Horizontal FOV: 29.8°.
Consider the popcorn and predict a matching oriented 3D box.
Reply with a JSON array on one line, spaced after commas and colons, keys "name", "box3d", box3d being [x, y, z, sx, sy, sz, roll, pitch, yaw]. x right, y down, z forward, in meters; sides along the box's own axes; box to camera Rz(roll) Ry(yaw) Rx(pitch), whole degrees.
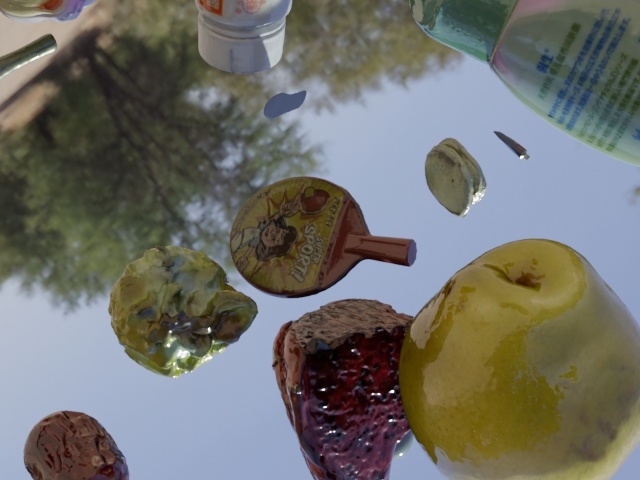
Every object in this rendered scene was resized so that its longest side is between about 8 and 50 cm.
[{"name": "popcorn", "box3d": [-0.190, 0.097, 1.692, 0.212, 0.198, 0.198, 10, -134, 42]}]

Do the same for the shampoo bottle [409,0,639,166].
[{"name": "shampoo bottle", "box3d": [0.255, -0.221, 1.244, 0.151, 0.349, 0.222, -56, 170, -41]}]

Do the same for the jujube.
[{"name": "jujube", "box3d": [-0.412, 0.382, 2.038, 0.155, 0.155, 0.230, -42, -147, -10]}]

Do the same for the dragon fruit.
[{"name": "dragon fruit", "box3d": [-0.001, 0.264, 1.884, 0.286, 0.329, 0.228, -9, -159, -41]}]

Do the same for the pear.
[{"name": "pear", "box3d": [0.292, 0.196, 1.711, 0.362, 0.418, 0.362, -8, -145, 5]}]

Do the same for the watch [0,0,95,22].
[{"name": "watch", "box3d": [-0.395, -0.417, 1.647, 0.210, 0.248, 0.217, -32, -166, 19]}]

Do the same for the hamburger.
[{"name": "hamburger", "box3d": [0.245, -0.117, 2.226, 0.062, 0.140, 0.133, -27, 152, -30]}]

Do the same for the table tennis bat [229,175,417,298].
[{"name": "table tennis bat", "box3d": [0.000, 0.000, 1.826, 0.310, 0.038, 0.200, 8, -109, 29]}]

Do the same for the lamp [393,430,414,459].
[{"name": "lamp", "box3d": [0.132, 0.382, 2.362, 0.105, 0.105, 0.105, -38, -168, 10]}]

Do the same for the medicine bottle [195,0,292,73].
[{"name": "medicine bottle", "box3d": [-0.106, -0.372, 1.689, 0.144, 0.144, 0.252, -51, 154, -43]}]

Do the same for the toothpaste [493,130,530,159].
[{"name": "toothpaste", "box3d": [0.342, -0.172, 2.149, 0.019, 0.083, 0.027, -55, 158, 18]}]

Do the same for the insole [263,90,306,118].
[{"name": "insole", "box3d": [-0.063, -0.247, 2.155, 0.152, 0.002, 0.053, -28, 145, -58]}]

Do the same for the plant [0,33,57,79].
[{"name": "plant", "box3d": [-0.499, -0.172, 1.577, 0.296, 0.306, 0.261, -19, -156, 9]}]
